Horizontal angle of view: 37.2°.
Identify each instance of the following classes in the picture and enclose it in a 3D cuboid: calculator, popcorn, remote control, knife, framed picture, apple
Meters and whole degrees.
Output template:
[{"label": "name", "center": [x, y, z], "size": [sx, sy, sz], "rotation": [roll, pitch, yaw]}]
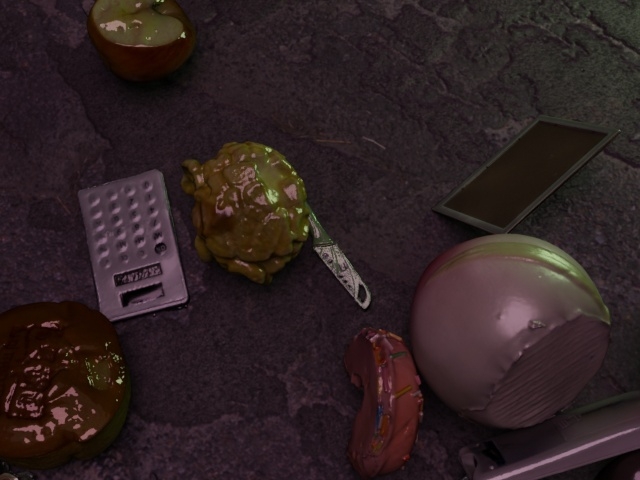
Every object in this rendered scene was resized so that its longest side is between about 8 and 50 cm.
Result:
[{"label": "calculator", "center": [-0.326, 0.012, 1.648], "size": [0.161, 0.021, 0.262], "rotation": [-15, 70, -2]}, {"label": "popcorn", "center": [-0.127, -0.046, 1.569], "size": [0.216, 0.181, 0.235], "rotation": [3, 101, -4]}, {"label": "remote control", "center": [0.365, 0.292, 1.425], "size": [0.313, 0.109, 0.055], "rotation": [-16, 112, -4]}, {"label": "knife", "center": [0.000, 0.001, 1.636], "size": [0.043, 0.020, 0.293], "rotation": [-34, 73, -11]}, {"label": "framed picture", "center": [0.339, -0.111, 1.587], "size": [0.274, 0.217, 0.017], "rotation": [-40, 116, -9]}, {"label": "apple", "center": [-0.321, -0.372, 1.711], "size": [0.173, 0.160, 0.195], "rotation": [-34, 74, -5]}]

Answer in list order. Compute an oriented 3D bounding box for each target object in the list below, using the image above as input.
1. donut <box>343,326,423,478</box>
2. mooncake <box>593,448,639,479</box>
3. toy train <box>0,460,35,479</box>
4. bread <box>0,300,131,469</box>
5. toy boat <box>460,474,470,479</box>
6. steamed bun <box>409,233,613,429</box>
[{"label": "donut", "center": [0.096, 0.245, 1.456], "size": [0.085, 0.199, 0.233], "rotation": [4, 72, -15]}, {"label": "mooncake", "center": [0.520, 0.434, 1.386], "size": [0.306, 0.154, 0.306], "rotation": [-1, 68, 2]}, {"label": "toy train", "center": [-0.498, 0.417, 1.487], "size": [0.194, 0.081, 0.125], "rotation": [29, 84, 11]}, {"label": "bread", "center": [-0.430, 0.229, 1.492], "size": [0.270, 0.148, 0.270], "rotation": [1, 57, -1]}, {"label": "toy boat", "center": [0.288, 0.358, 1.471], "size": [0.173, 0.059, 0.069], "rotation": [-30, 72, -7]}, {"label": "steamed bun", "center": [0.263, 0.114, 1.451], "size": [0.309, 0.309, 0.309], "rotation": [-1, 70, 3]}]
